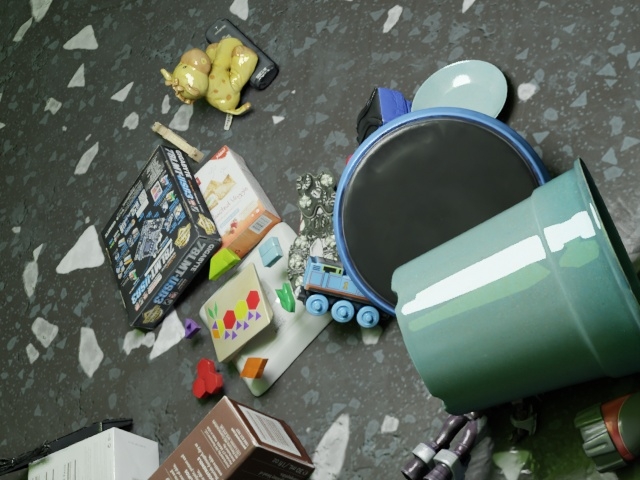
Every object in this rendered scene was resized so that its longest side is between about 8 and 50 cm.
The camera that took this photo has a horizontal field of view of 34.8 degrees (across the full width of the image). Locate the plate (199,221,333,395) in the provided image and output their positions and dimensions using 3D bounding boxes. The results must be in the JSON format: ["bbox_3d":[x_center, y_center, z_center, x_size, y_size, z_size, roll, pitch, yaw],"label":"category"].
[{"bbox_3d":[-0.111,0.129,2.069,0.277,0.045,0.278,-47,50,7],"label":"plate"}]

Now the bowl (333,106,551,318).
[{"bbox_3d":[0.210,-0.037,1.760,0.391,0.077,0.390,0,92,11],"label":"bowl"}]

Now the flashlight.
[{"bbox_3d":[0.533,0.245,1.506,0.304,0.103,0.103,-27,81,22],"label":"flashlight"}]

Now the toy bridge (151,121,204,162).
[{"bbox_3d":[-0.346,-0.240,2.412,0.188,0.063,0.026,35,90,42],"label":"toy bridge"}]

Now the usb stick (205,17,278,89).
[{"bbox_3d":[-0.190,-0.445,2.412,0.077,0.045,0.278,-48,48,7],"label":"usb stick"}]

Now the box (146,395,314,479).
[{"bbox_3d":[-0.216,0.483,1.871,0.381,0.191,0.143,-47,49,8],"label":"box"}]

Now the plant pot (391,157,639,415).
[{"bbox_3d":[0.310,0.096,1.560,0.334,0.341,0.341,-25,55,18],"label":"plant pot"}]

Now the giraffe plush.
[{"bbox_3d":[-0.264,-0.369,2.312,0.181,0.171,0.210,-6,79,47],"label":"giraffe plush"}]

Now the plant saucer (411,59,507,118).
[{"bbox_3d":[0.273,-0.263,1.979,0.195,0.037,0.194,-15,55,22],"label":"plant saucer"}]

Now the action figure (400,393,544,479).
[{"bbox_3d":[0.251,0.294,1.690,0.285,0.099,0.185,-50,40,-14],"label":"action figure"}]

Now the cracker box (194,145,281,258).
[{"bbox_3d":[-0.201,-0.077,2.222,0.156,0.067,0.232,-43,49,12],"label":"cracker box"}]

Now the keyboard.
[{"bbox_3d":[-0.567,0.437,2.150,0.317,0.201,0.033,-26,79,24],"label":"keyboard"}]

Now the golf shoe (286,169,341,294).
[{"bbox_3d":[0.000,0.000,2.012,0.105,0.120,0.272,2,70,9],"label":"golf shoe"}]

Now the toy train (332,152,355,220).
[{"bbox_3d":[0.135,-0.053,1.869,0.248,0.105,0.143,30,103,34],"label":"toy train"}]

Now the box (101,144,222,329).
[{"bbox_3d":[-0.360,-0.008,2.252,0.295,0.073,0.293,-51,48,27],"label":"box"}]

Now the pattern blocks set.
[{"bbox_3d":[-0.164,0.148,2.027,0.325,0.026,0.285,-31,60,39],"label":"pattern blocks set"}]

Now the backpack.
[{"bbox_3d":[0.129,-0.229,2.039,0.120,0.101,0.097,131,146,-51],"label":"backpack"}]

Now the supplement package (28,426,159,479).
[{"bbox_3d":[-0.463,0.495,2.079,0.244,0.139,0.133,-26,54,25],"label":"supplement package"}]

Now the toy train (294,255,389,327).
[{"bbox_3d":[0.047,0.094,1.892,0.080,0.184,0.105,-103,27,-76],"label":"toy train"}]
